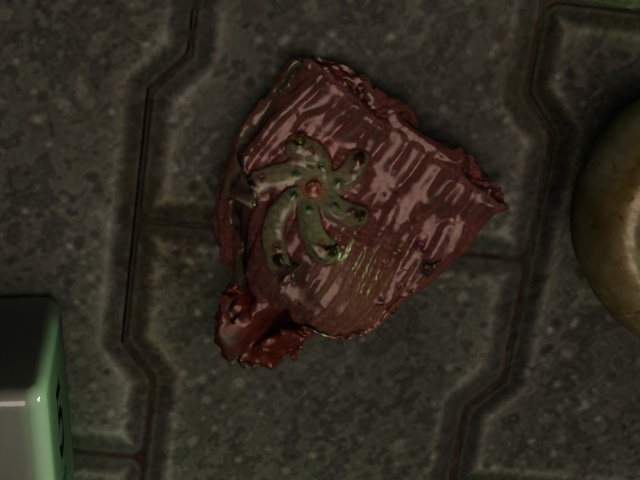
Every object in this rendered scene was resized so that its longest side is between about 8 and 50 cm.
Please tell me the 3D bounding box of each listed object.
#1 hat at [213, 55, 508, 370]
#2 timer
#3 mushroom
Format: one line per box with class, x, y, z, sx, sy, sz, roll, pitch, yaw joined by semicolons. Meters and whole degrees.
hat;0.000;0.000;1.608;0.236;0.107;0.286;36;103;-6
timer;-0.328;0.178;1.621;0.192;0.194;0.195;-2;114;-2
mushroom;0.314;-0.016;1.571;0.188;0.195;0.254;0;111;1
